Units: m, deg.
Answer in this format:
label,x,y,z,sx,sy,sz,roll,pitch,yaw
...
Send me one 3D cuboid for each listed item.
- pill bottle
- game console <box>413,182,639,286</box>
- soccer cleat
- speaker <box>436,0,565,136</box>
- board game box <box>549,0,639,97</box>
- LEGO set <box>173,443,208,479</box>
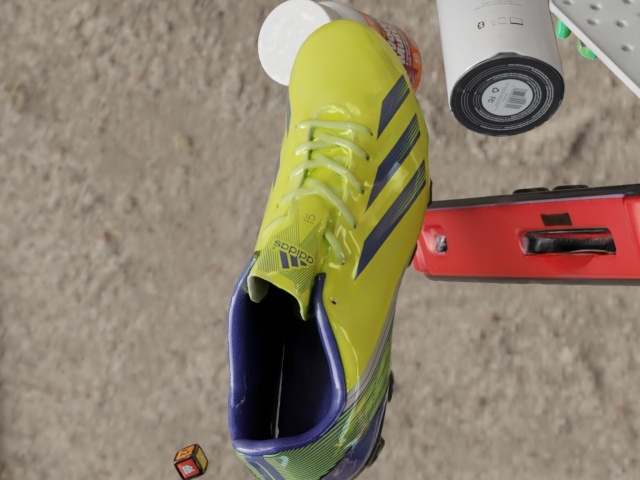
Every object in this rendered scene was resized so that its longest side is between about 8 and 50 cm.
label,x,y,z,sx,sy,sz,roll,pitch,yaw
pill bottle,0.026,-0.216,1.821,0.121,0.221,0.121,-2,85,29
game console,0.266,-0.024,0.967,0.342,0.386,0.060,-10,93,-22
soccer cleat,0.001,0.000,0.891,0.093,0.289,0.121,-1,166,28
speaker,0.083,-0.118,0.749,0.055,0.136,0.055,-2,141,-2
board game box,0.505,-0.192,1.636,0.390,0.390,0.050,-21,140,-19
LEGO set,-0.065,0.281,1.213,0.060,0.244,0.182,-23,136,14
